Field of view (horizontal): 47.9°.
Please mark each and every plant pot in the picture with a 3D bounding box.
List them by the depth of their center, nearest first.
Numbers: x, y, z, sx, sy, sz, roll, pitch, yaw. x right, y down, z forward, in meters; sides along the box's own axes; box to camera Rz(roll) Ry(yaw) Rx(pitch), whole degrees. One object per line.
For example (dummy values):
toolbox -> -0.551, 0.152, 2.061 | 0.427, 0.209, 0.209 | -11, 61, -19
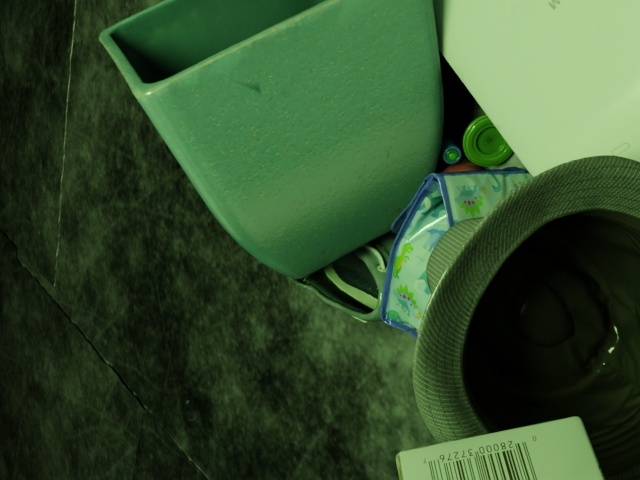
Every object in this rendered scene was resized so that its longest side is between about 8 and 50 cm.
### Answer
plant pot -> -0.027, -0.116, 0.692 | 0.248, 0.247, 0.252 | 49, 165, 55

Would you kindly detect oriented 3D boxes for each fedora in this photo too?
fedora -> 0.170, 0.057, 0.540 | 0.243, 0.276, 0.124 | -60, 23, 5

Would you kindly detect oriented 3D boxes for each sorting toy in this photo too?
sorting toy -> 0.140, -0.081, 0.687 | 0.042, 0.061, 0.102 | -100, 33, -61

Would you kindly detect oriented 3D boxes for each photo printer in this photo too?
photo printer -> 0.208, -0.195, 0.542 | 0.256, 0.107, 0.307 | -49, 60, 40

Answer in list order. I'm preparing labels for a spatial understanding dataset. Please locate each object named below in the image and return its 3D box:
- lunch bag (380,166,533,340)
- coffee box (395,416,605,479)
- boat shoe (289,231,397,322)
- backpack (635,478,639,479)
lunch bag -> 0.131, 0.010, 0.639 | 0.096, 0.129, 0.151 | 31, 120, 47
coffee box -> 0.133, 0.274, 0.388 | 0.168, 0.119, 0.297 | 69, -170, -47
boat shoe -> 0.000, 0.000, 0.812 | 0.319, 0.099, 0.116 | 33, 119, 41
backpack -> 0.212, 0.246, 0.597 | 0.173, 0.117, 0.158 | 21, 112, 42
